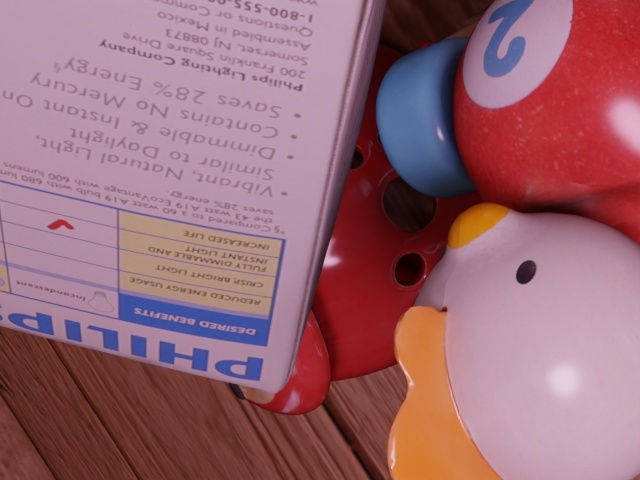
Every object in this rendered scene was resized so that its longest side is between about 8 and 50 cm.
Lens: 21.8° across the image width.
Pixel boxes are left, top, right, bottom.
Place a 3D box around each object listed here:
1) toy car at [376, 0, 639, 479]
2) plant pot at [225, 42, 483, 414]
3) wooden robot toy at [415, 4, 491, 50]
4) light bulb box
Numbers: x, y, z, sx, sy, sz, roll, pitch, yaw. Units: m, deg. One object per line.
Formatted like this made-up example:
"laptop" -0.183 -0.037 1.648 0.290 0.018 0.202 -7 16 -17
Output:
"toy car" 0.096 0.011 0.661 0.219 0.238 0.210 -16 106 47
"plant pot" 0.000 0.000 1.001 0.191 0.174 0.191 42 153 27
"wooden robot toy" 0.103 -0.086 0.814 0.079 0.076 0.173 -10 112 54
"light bulb box" -0.146 -0.134 0.751 0.358 0.225 0.361 14 152 1
